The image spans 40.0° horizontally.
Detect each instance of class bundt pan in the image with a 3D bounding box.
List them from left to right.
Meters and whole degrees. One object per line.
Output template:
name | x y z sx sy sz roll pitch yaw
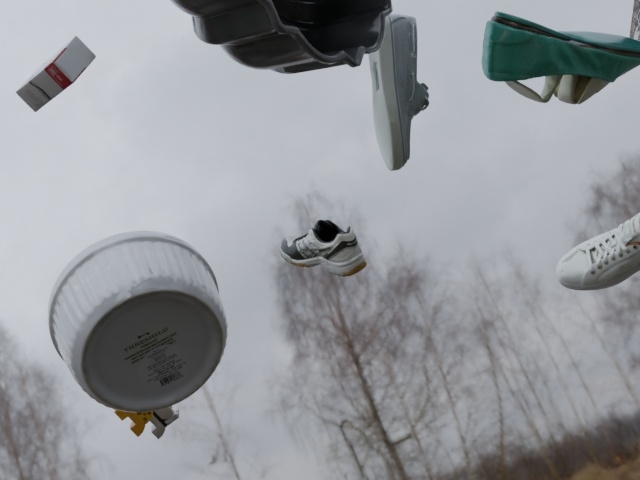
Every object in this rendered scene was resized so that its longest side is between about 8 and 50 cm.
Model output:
bundt pan | -0.062 -0.315 0.873 0.124 0.331 0.330 -13 -10 34

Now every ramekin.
ramekin | -0.206 0.102 1.027 0.207 0.109 0.207 -12 -59 -21

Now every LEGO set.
LEGO set | -0.286 0.221 1.363 0.093 0.227 0.087 -36 23 3

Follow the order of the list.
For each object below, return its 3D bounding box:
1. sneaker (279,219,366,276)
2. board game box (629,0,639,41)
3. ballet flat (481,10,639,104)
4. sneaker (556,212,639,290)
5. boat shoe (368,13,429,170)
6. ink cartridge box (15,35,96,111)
sneaker | 0.000 0.000 0.638 0.083 0.037 0.032 9 33 46
board game box | 0.533 -0.370 1.089 0.232 0.291 0.141 8 0 -26
ballet flat | 0.269 -0.197 0.986 0.247 0.083 0.087 -1 -64 -35
sneaker | 0.548 0.001 1.585 0.290 0.106 0.123 -24 -39 29
boat shoe | 0.121 -0.218 1.280 0.081 0.228 0.079 -7 7 -12
ink cartridge box | -0.509 -0.319 1.686 0.135 0.099 0.056 -25 -60 36
